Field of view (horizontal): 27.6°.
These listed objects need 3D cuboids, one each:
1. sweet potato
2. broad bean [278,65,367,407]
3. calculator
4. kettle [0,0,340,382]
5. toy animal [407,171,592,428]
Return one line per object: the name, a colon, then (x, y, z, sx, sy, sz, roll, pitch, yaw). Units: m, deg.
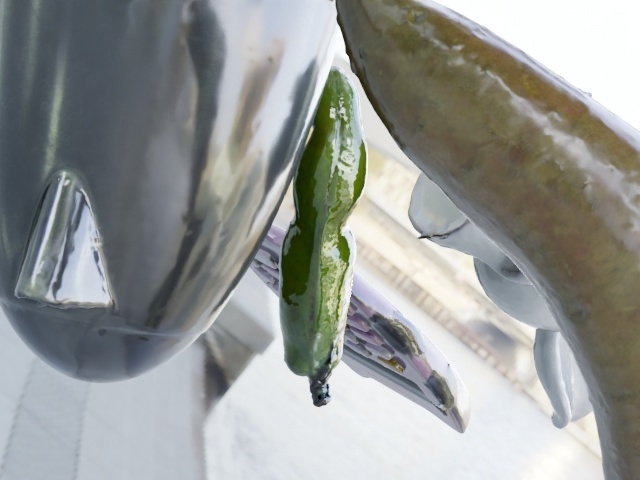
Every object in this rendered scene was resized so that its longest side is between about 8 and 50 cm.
sweet potato: (0.114, 0.042, 0.499, 0.079, 0.108, 0.346, -34, 106, -50)
broad bean: (0.000, 0.000, 0.804, 0.048, 0.213, 0.070, 4, 12, -5)
calculator: (0.021, 0.061, 1.118, 0.194, 0.043, 0.294, 27, -15, 44)
kettle: (-0.113, -0.057, 0.738, 0.207, 0.271, 0.251, 10, 2, -24)
toy animal: (0.162, 0.029, 0.821, 0.221, 0.103, 0.131, 47, -30, -25)
